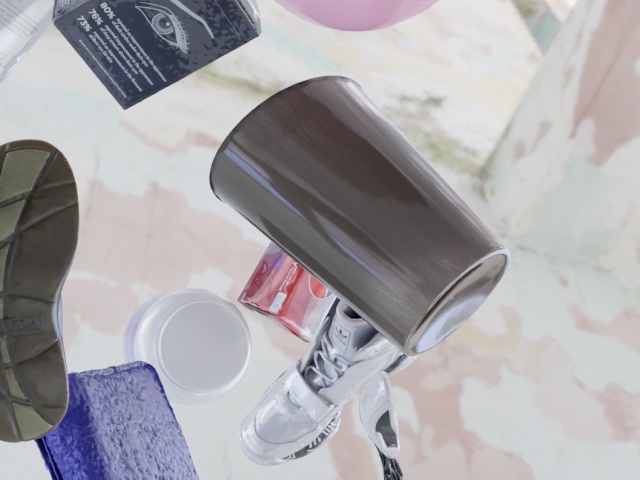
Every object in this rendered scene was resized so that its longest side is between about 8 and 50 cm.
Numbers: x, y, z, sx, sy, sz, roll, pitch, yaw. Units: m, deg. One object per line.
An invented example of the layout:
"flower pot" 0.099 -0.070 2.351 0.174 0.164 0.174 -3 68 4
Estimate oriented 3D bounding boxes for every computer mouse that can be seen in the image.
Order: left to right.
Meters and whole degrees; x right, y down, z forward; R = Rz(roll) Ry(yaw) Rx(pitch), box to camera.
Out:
"computer mouse" 0.072 0.230 1.350 0.042 0.193 0.106 -11 -133 0

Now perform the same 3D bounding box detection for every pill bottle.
"pill bottle" -0.177 0.140 1.451 0.152 0.152 0.272 18 171 -13

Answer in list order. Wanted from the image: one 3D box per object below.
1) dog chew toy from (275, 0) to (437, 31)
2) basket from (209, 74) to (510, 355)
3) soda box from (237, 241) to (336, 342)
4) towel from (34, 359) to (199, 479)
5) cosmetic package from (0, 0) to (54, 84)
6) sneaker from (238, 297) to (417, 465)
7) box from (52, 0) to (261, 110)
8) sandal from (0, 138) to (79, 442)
"dog chew toy" 0.096 -0.287 0.868 0.332 0.206 0.206 -19 -131 -26
"basket" 0.044 -0.019 0.980 0.227 0.154 0.204 46 -147 23
"soda box" 0.000 0.000 1.493 0.083 0.263 0.092 19 165 42
"towel" -0.190 0.283 1.136 0.308 0.076 0.227 68 -166 8
"cosmetic package" -0.446 -0.407 1.551 0.197 0.365 0.155 42 -176 35
"sneaker" 0.006 0.195 1.718 0.366 0.210 0.137 -38 -118 -10
"box" -0.198 -0.283 1.334 0.153 0.207 0.108 55 -165 -38
"sandal" -0.214 0.035 0.777 0.090 0.219 0.060 -5 -162 -16
